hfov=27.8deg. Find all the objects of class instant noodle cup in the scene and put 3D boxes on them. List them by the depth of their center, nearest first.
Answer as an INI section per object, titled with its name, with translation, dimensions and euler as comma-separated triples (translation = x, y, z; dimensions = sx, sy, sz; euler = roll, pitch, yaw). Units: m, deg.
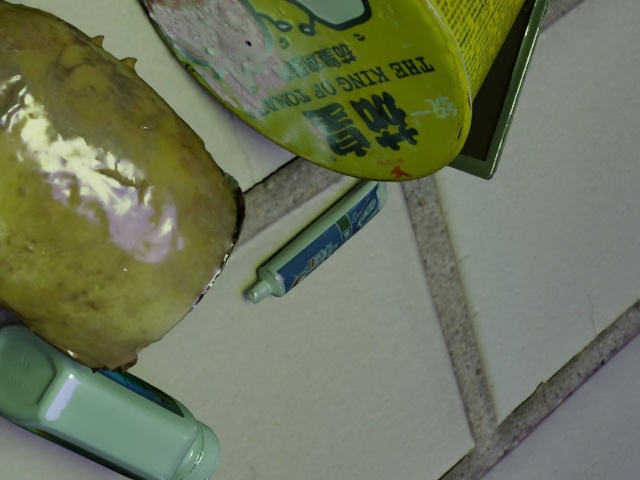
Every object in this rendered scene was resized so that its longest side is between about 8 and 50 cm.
[instant noodle cup]
translation = 0.039, -0.246, 1.056
dimensions = 0.254, 0.326, 0.325
euler = -53, 134, -25

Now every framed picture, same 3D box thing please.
[framed picture]
translation = 0.142, -0.205, 1.216
dimensions = 0.016, 0.216, 0.273
euler = 13, 98, -32

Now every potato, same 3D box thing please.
[potato]
translation = -0.220, -0.061, 0.960
dimensions = 0.266, 0.229, 0.229
euler = 37, 81, -39

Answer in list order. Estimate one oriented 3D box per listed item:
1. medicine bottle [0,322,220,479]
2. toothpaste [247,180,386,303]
[medicine bottle]
translation = -0.180, 0.154, 1.127
dimensions = 0.229, 0.121, 0.083
euler = 37, 80, -44
[toothpaste]
translation = 0.000, 0.000, 1.294
dimensions = 0.197, 0.035, 0.057
euler = -40, 145, -26
